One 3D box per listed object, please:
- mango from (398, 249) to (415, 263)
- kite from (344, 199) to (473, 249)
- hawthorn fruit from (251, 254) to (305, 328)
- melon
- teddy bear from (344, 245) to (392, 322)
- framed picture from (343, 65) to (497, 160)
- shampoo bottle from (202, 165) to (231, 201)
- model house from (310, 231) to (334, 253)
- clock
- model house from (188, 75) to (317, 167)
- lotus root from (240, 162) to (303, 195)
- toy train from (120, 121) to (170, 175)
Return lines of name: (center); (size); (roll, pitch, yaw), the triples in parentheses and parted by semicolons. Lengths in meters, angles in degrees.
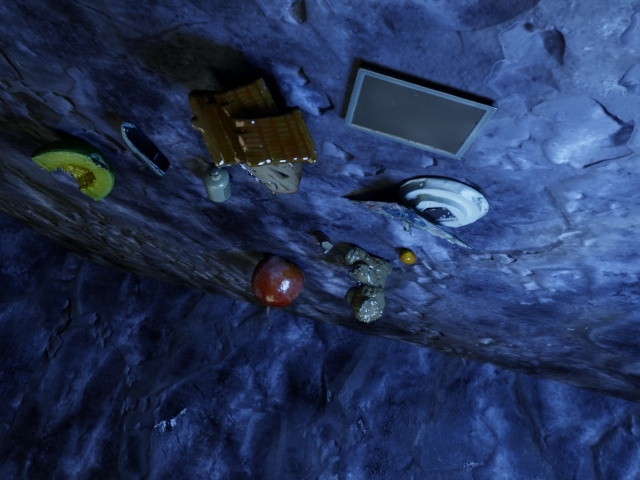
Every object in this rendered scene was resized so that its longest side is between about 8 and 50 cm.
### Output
mango: (0.298, 0.057, 1.816); (0.060, 0.046, 0.089); (16, 174, 8)
kite: (0.238, -0.059, 1.483); (0.406, 0.014, 0.368); (23, 175, 14)
hawthorn fruit: (-0.202, 0.183, 2.331); (0.235, 0.263, 0.231); (41, 142, 13)
melon: (-0.776, -0.264, 1.737); (0.169, 0.129, 0.265); (-18, 143, 23)
teddy bear: (0.172, 0.176, 1.940); (0.156, 0.256, 0.267); (5, 159, 20)
framed picture: (0.190, -0.253, 1.070); (0.274, 0.017, 0.217); (17, 162, -2)
shampoo bottle: (-0.318, -0.181, 1.615); (0.079, 0.079, 0.162); (17, 162, 1)
model house: (0.000, 0.000, 1.882); (0.058, 0.057, 0.083); (29, -157, -42)
clock: (0.315, -0.087, 1.379); (0.236, 0.053, 0.236); (15, 162, 5)
model house: (-0.127, -0.252, 1.139); (0.229, 0.219, 0.200); (-1, 114, 30)
lotus root: (-0.133, -0.210, 1.385); (0.170, 0.075, 0.260); (4, 156, 31)
toy train: (-0.531, -0.279, 1.568); (0.048, 0.055, 0.252); (20, 163, 20)
